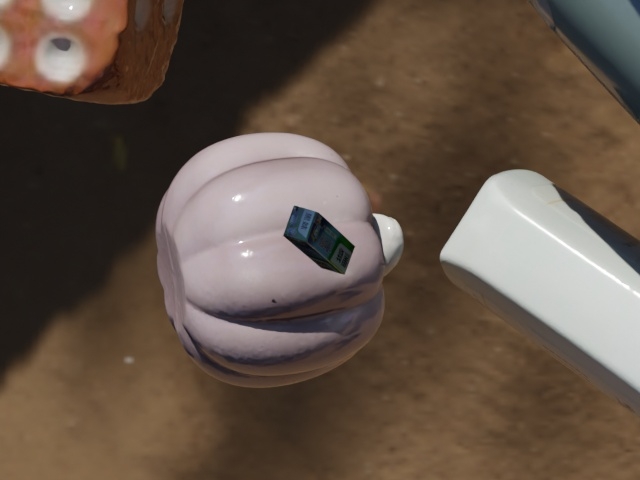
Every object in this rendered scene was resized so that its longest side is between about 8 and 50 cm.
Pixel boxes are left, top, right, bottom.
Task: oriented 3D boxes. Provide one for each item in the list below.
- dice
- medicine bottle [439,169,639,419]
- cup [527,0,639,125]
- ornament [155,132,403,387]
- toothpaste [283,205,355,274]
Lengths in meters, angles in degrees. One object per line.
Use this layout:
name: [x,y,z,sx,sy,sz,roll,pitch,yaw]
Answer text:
dice: [-0.211,-0.211,1.647,0.174,0.179,0.175,12,98,6]
medicine bottle: [0.234,0.068,1.411,0.296,0.161,0.111,35,98,26]
cup: [0.230,-0.215,1.216,0.259,0.357,0.274,-46,61,11]
ornament: [-0.027,0.013,1.383,0.177,0.177,0.177,-4,83,38]
toothpaste: [0.000,0.000,1.164,0.017,0.083,0.020,17,81,20]
